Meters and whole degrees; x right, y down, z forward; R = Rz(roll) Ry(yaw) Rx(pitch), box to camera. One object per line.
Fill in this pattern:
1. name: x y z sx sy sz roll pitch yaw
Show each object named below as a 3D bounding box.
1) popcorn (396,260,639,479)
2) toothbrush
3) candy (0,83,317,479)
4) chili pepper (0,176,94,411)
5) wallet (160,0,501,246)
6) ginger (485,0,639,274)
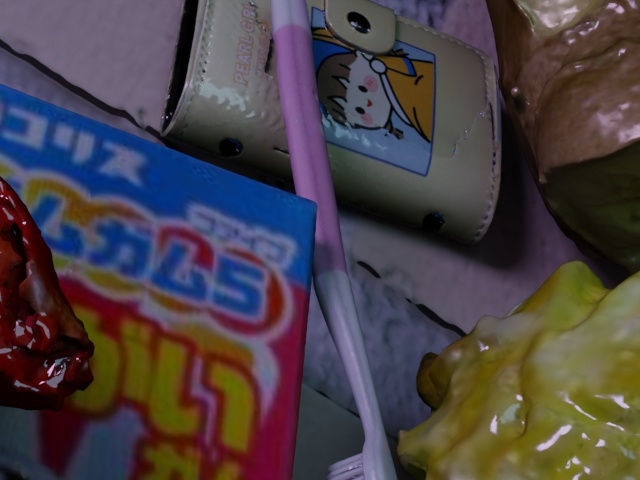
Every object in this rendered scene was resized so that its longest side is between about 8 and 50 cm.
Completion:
1. popcorn: 0.110 0.095 0.634 0.198 0.198 0.212 13 27 -23
2. toothbrush: 0.000 0.000 0.649 0.020 0.025 0.286 48 25 -46
3. candy: -0.097 0.101 0.544 0.157 0.100 0.306 20 50 -16
4. chili pepper: -0.206 -0.063 0.529 0.387 0.110 0.110 32 42 29
5. wallet: 0.010 -0.069 0.762 0.155 0.039 0.110 19 53 -19
6. ginger: 0.143 -0.106 0.786 0.219 0.123 0.270 42 37 -53
